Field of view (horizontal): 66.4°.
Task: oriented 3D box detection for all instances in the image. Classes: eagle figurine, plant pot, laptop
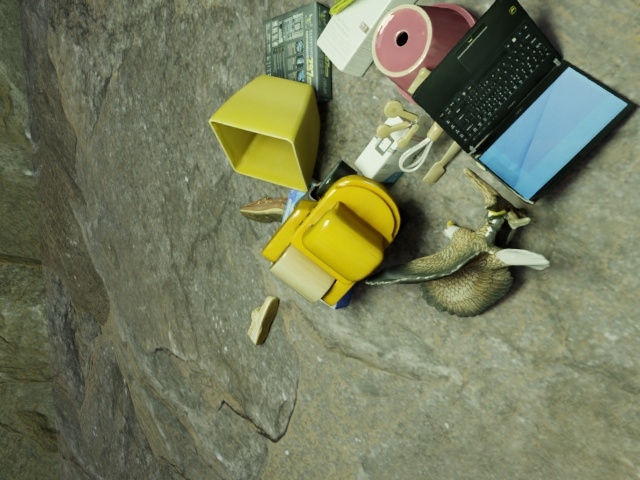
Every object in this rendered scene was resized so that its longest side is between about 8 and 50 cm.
[{"bbox_3d":[0.267,0.039,0.946,0.226,0.225,0.298,40,109,7],"label":"eagle figurine"},{"bbox_3d":[0.202,-0.371,0.961,0.201,0.180,0.202,5,98,40],"label":"plant pot"},{"bbox_3d":[-0.107,-0.273,1.182,0.212,0.212,0.187,17,69,17],"label":"plant pot"},{"bbox_3d":[0.341,-0.242,0.843,0.234,0.264,0.137,-47,23,13],"label":"laptop"}]

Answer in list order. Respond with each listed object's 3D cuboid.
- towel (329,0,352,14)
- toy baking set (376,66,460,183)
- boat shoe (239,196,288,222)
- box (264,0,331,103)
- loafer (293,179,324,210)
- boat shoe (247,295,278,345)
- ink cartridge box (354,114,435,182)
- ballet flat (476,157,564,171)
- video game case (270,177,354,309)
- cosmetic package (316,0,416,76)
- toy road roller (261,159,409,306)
[{"bbox_3d":[0.081,-0.613,1.064,0.102,0.021,0.238,3,72,62],"label":"towel"},{"bbox_3d":[0.222,-0.227,0.970,0.196,0.256,0.030,-29,44,18],"label":"toy baking set"},{"bbox_3d":[-0.152,-0.089,1.372,0.177,0.064,0.060,1,64,39],"label":"boat shoe"},{"bbox_3d":[-0.059,-0.462,1.251,0.183,0.059,0.233,1,95,41],"label":"box"},{"bbox_3d":[-0.008,-0.109,1.165,0.170,0.061,0.062,-32,70,33],"label":"loafer"},{"bbox_3d":[-0.174,0.224,1.413,0.059,0.063,0.170,35,116,26],"label":"boat shoe"},{"bbox_3d":[0.170,-0.211,1.054,0.180,0.104,0.060,-51,61,30],"label":"ink cartridge box"},{"bbox_3d":[0.376,-0.152,0.921,0.173,0.049,0.058,10,101,39],"label":"ballet flat"},{"bbox_3d":[0.000,0.000,1.247,0.244,0.061,0.270,29,112,34],"label":"video game case"},{"bbox_3d":[0.105,-0.499,1.094,0.117,0.085,0.231,54,125,23],"label":"cosmetic package"},{"bbox_3d":[0.022,0.011,1.018,0.202,0.241,0.330,38,113,-8],"label":"toy road roller"}]
